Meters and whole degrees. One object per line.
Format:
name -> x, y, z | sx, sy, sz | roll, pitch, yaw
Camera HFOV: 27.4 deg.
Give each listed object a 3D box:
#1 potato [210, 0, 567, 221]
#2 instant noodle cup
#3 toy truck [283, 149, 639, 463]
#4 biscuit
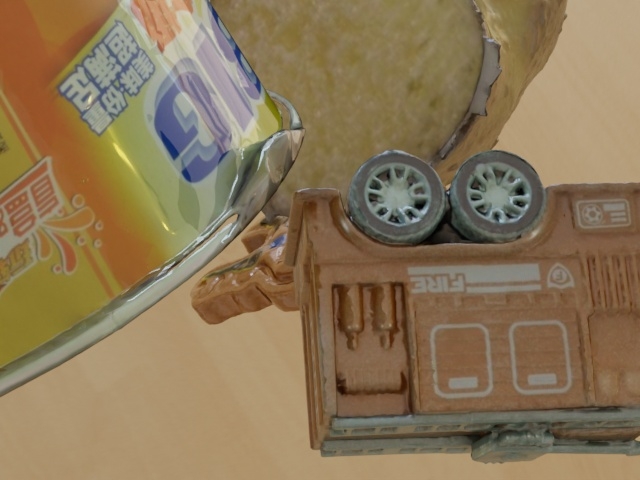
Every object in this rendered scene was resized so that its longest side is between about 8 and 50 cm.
potato -> 0.076, -0.156, 1.098 | 0.289, 0.237, 0.300 | -27, 75, 28
instant noodle cup -> -0.182, -0.077, 0.529 | 0.296, 0.296, 0.214 | -24, 113, 6
toy truck -> 0.136, 0.045, 0.757 | 0.306, 0.136, 0.162 | -1, 70, -5
biscuit -> 0.000, 0.000, 1.326 | 0.202, 0.334, 0.047 | -47, 113, -35
